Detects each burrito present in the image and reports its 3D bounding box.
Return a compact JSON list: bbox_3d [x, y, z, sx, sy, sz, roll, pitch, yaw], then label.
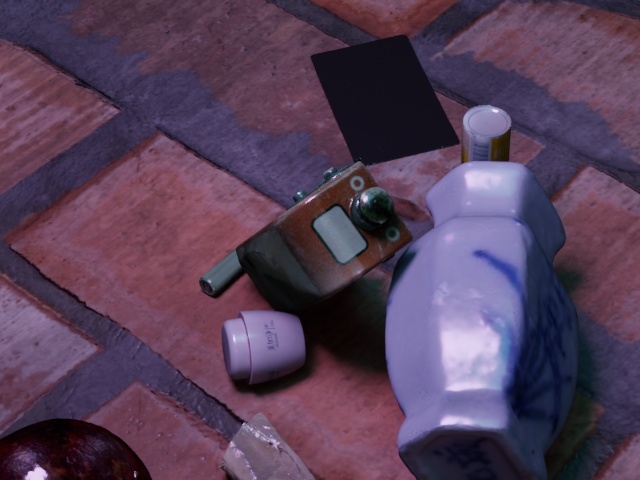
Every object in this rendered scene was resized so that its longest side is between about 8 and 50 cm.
[{"bbox_3d":[-0.040,0.286,1.616,0.087,0.060,0.226,-25,48,-26],"label":"burrito"}]

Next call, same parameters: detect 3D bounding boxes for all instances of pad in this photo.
[{"bbox_3d":[0.093,-0.212,2.130,0.160,0.009,0.265,-13,48,-8],"label":"pad"}]

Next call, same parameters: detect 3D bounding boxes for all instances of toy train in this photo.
[{"bbox_3d":[0.000,0.000,1.726,0.159,0.326,0.129,-37,93,-17],"label":"toy train"}]

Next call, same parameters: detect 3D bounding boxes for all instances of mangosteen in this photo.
[{"bbox_3d":[-0.250,0.298,1.486,0.261,0.235,0.235,-4,42,31],"label":"mangosteen"}]

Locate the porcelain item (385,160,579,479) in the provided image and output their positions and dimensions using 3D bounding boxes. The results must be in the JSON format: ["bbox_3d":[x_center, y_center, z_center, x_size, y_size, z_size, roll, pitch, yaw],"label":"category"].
[{"bbox_3d":[0.190,0.108,1.655,0.179,0.242,0.405,-15,41,27],"label":"porcelain item"}]

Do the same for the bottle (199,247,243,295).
[{"bbox_3d":[-0.124,0.039,1.886,0.030,0.030,0.083,28,53,28],"label":"bottle"}]

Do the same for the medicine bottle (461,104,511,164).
[{"bbox_3d":[0.213,-0.073,1.836,0.074,0.218,0.074,-2,47,2],"label":"medicine bottle"}]

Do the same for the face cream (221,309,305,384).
[{"bbox_3d":[-0.071,0.130,1.751,0.095,0.091,0.091,-7,45,-12],"label":"face cream"}]
